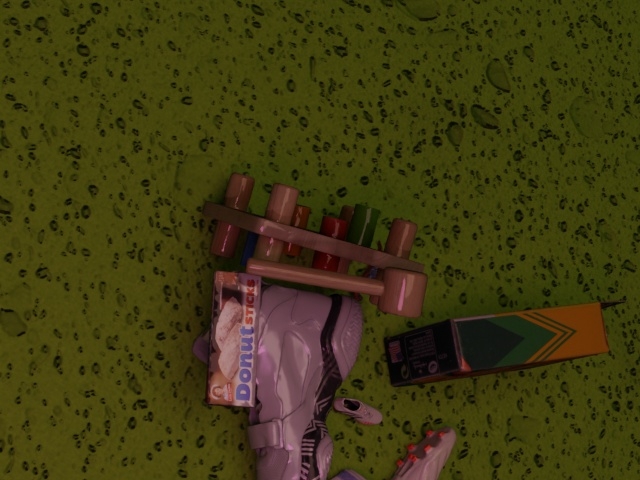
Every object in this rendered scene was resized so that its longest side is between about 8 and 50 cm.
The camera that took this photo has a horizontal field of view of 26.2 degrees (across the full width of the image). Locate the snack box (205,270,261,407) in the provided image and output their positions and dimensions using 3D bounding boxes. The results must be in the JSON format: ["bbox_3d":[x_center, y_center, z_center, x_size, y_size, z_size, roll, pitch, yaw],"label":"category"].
[{"bbox_3d":[-0.115,0.131,1.824,0.064,0.022,0.178,6,78,-15],"label":"snack box"}]

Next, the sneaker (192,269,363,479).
[{"bbox_3d":[-0.083,0.220,1.902,0.210,0.137,0.365,21,70,-15],"label":"sneaker"}]

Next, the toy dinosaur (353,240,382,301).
[{"bbox_3d":[0.077,0.056,2.086,0.082,0.047,0.090,-21,54,-21],"label":"toy dinosaur"}]

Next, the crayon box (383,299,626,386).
[{"bbox_3d":[0.283,0.154,2.062,0.319,0.202,0.081,-5,80,-27],"label":"crayon box"}]

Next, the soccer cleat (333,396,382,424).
[{"bbox_3d":[0.058,0.249,2.017,0.083,0.035,0.029,24,67,-20],"label":"soccer cleat"}]

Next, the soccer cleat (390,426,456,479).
[{"bbox_3d":[0.141,0.358,2.020,0.076,0.068,0.196,48,68,-15],"label":"soccer cleat"}]

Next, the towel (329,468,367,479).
[{"bbox_3d":[0.007,0.438,1.871,0.285,0.209,0.034,-32,137,-30],"label":"towel"}]

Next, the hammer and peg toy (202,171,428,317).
[{"bbox_3d":[0.000,0.000,1.872,0.266,0.361,0.127,16,91,-22],"label":"hammer and peg toy"}]
